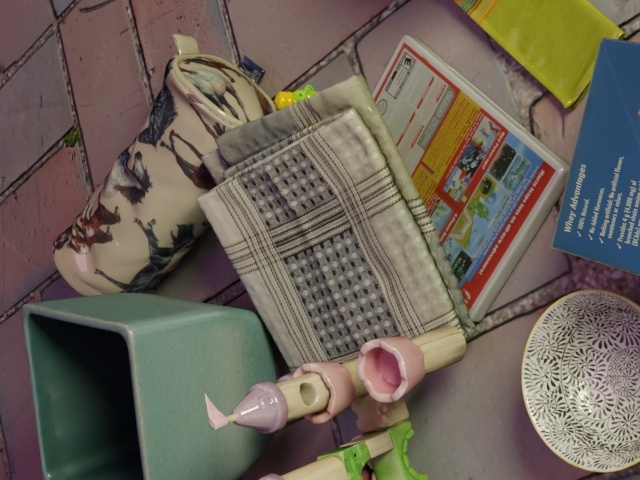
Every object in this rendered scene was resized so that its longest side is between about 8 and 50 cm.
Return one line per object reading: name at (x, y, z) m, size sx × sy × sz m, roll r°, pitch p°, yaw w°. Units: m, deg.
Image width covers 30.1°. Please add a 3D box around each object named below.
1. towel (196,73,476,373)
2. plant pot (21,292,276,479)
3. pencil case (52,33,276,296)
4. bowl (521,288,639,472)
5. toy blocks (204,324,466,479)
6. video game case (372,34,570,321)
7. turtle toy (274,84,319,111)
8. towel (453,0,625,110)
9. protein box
towel at (0.000, 0.000, 1.372) m, size 0.312 × 0.056 × 0.324 m, roll -21°, pitch 95°, yaw 49°
plant pot at (-0.191, 0.184, 1.496) m, size 0.247 × 0.252 × 0.248 m, roll 5°, pitch 105°, yaw 47°
pencil case at (-0.221, -0.076, 1.626) m, size 0.410 × 0.160 × 0.183 m, roll -50°, pitch 58°, yaw 32°
bowl at (0.283, 0.132, 1.135) m, size 0.170 × 0.080 × 0.170 m, roll -5°, pitch 83°, yaw 47°
toy blocks at (0.003, 0.269, 1.258) m, size 0.309 × 0.260 × 0.288 m, roll -20°, pitch 86°, yaw 44°
video game case at (0.136, -0.075, 1.346) m, size 0.285 × 0.025 × 0.204 m, roll 48°, pitch 121°, yaw 37°
turtle toy at (-0.022, -0.128, 1.480) m, size 0.066 × 0.095 × 0.130 m, roll -174°, pitch 89°, yaw -68°
towel at (0.214, -0.248, 1.263) m, size 0.237 × 0.021 × 0.102 m, roll 51°, pitch 128°, yaw 31°
protein box at (0.341, -0.059, 1.045) m, size 0.201 × 0.136 × 0.200 m, roll 21°, pitch 103°, yaw 45°
